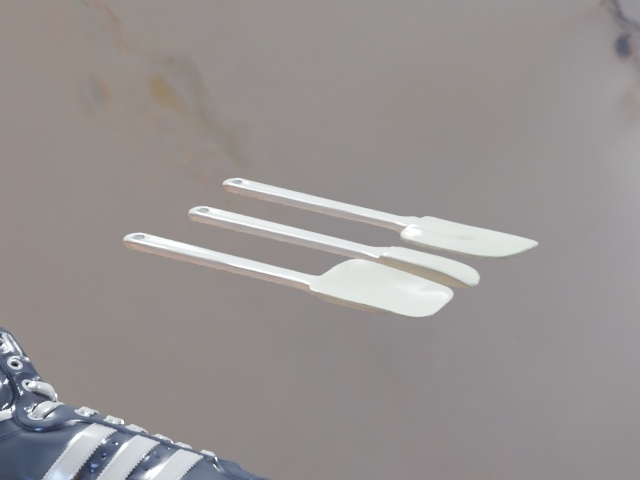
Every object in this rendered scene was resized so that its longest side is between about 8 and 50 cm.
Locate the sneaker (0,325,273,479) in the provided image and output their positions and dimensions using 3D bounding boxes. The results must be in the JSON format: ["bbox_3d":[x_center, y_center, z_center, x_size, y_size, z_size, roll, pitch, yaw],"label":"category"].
[{"bbox_3d":[-0.114,0.125,0.861,0.282,0.153,0.099,0,-49,-16],"label":"sneaker"}]

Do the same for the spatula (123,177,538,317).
[{"bbox_3d":[0.000,0.000,1.058,0.168,0.242,0.019,-33,-50,-51],"label":"spatula"}]
